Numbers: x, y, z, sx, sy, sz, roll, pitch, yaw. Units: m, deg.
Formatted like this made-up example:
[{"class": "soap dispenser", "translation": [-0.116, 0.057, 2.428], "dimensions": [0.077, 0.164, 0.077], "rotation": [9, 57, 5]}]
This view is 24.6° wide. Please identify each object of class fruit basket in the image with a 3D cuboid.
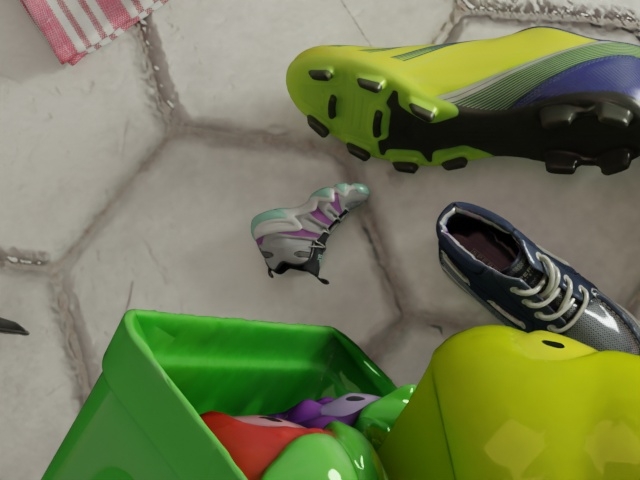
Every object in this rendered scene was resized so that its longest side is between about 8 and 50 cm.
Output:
[{"class": "fruit basket", "translation": [0.052, 0.140, 0.911], "dimensions": [0.392, 0.392, 0.283], "rotation": [-39, 72, -1]}]

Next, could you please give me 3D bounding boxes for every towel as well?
[{"class": "towel", "translation": [-0.171, -0.253, 1.231], "dimensions": [0.197, 0.029, 0.144], "rotation": [-35, 73, 0]}]

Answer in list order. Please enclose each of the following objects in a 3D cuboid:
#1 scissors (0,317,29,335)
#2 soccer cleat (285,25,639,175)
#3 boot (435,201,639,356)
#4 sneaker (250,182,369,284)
[{"class": "scissors", "translation": [-0.380, 0.052, 1.197], "dimensions": [0.297, 0.021, 0.109], "rotation": [27, 79, 15]}, {"class": "soccer cleat", "translation": [0.119, -0.117, 1.127], "dimensions": [0.289, 0.093, 0.121], "rotation": [7, 47, 16]}, {"class": "boot", "translation": [0.161, 0.043, 1.063], "dimensions": [0.190, 0.086, 0.069], "rotation": [33, 83, 16]}, {"class": "sneaker", "translation": [0.000, 0.000, 1.132], "dimensions": [0.098, 0.038, 0.069], "rotation": [-22, 74, 14]}]
